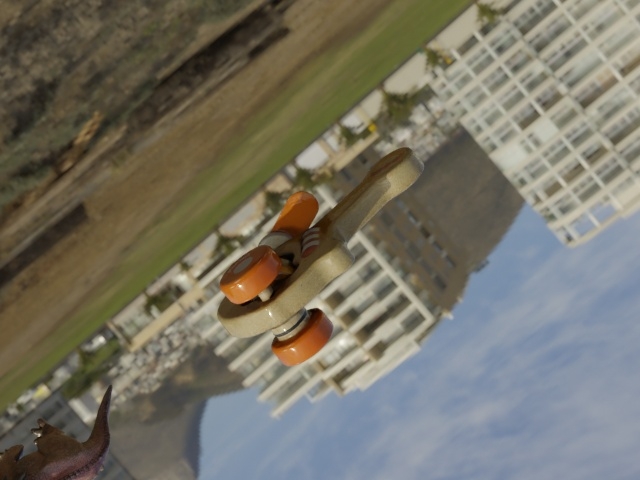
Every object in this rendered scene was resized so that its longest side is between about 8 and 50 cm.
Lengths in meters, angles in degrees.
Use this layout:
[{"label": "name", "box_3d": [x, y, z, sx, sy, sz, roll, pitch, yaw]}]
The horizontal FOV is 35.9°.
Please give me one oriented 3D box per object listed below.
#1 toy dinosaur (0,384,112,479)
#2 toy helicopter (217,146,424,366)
[{"label": "toy dinosaur", "box_3d": [-0.366, 0.318, 1.313, 0.295, 0.127, 0.200, -36, -174, -21]}, {"label": "toy helicopter", "box_3d": [0.000, 0.000, 1.347, 0.355, 0.140, 0.235, -43, -163, -14]}]
